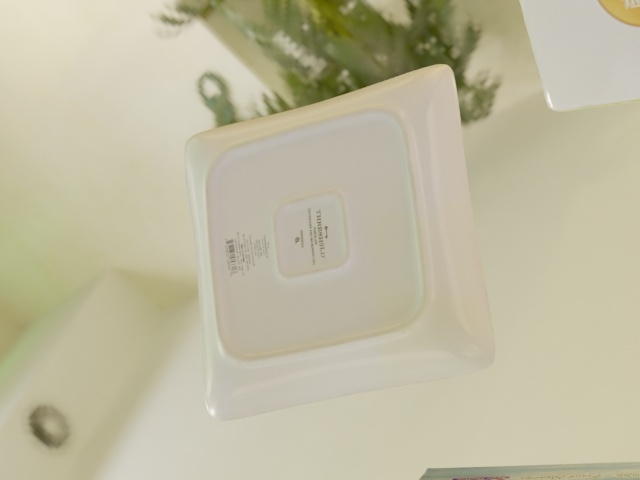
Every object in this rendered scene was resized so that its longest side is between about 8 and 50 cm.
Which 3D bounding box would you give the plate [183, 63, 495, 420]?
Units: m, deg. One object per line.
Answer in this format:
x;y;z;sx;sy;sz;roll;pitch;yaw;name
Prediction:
0.000;0.000;1.222;0.278;0.277;0.045;-14;163;23;plate

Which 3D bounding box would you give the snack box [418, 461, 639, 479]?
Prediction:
0.155;0.250;0.891;0.174;0.207;0.070;-5;-178;14;snack box

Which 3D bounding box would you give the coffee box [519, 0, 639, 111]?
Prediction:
0.289;-0.288;0.701;0.337;0.334;0.338;-5;-160;36;coffee box
